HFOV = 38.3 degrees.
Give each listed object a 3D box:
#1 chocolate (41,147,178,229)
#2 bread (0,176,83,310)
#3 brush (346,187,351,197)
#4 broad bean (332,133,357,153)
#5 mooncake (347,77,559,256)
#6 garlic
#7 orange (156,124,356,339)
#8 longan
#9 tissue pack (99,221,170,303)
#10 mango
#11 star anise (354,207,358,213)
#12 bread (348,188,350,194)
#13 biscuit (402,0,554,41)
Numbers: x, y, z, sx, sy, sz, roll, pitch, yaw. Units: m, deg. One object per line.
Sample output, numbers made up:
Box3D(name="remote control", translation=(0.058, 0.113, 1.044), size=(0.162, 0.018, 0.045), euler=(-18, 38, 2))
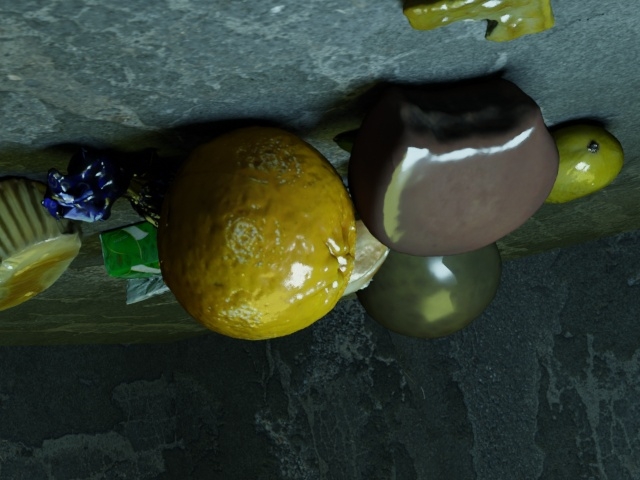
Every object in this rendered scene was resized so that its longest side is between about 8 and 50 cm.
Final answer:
Box3D(name="chocolate", translation=(-0.317, -0.087, 1.484), size=(0.148, 0.126, 0.343), euler=(-55, 152, 13))
Box3D(name="bread", translation=(-0.564, 0.007, 1.613), size=(0.236, 0.183, 0.389), euler=(-22, 173, -39))
Box3D(name="brush", translation=(0.112, -0.105, 1.980), size=(0.299, 0.039, 0.042), euler=(-7, 170, -12))
Box3D(name="broad bean", translation=(0.179, -0.138, 1.624), size=(0.325, 0.067, 0.075), euler=(13, -158, -7))
Box3D(name="mooncake", translation=(0.197, -0.126, 1.451), size=(0.326, 0.174, 0.334), euler=(-31, 134, 9))
Box3D(name="garlic", translation=(0.000, 0.000, 1.946), size=(0.313, 0.286, 0.249), euler=(-4, 131, -6))
Box3D(name="orange", translation=(-0.089, -0.007, 1.461), size=(0.293, 0.340, 0.340), euler=(13, 178, 21))
Box3D(name="longan", translation=(0.250, 0.066, 2.246), size=(0.405, 0.336, 0.404), euler=(22, 157, 10))
Box3D(name="tissue pack", translation=(-0.340, 0.040, 1.988), size=(0.209, 0.156, 0.148), euler=(-14, 171, 14))
Box3D(name="mango", translation=(0.505, -0.151, 1.875), size=(0.195, 0.142, 0.331), euler=(-13, 177, 3))
Box3D(name="star anise", translation=(0.033, -0.046, 2.169), size=(0.168, 0.057, 0.168), euler=(-18, 164, -5))
Box3D(name="bread", translation=(0.167, -0.108, 1.784), size=(0.236, 0.070, 0.236), euler=(6, -179, 0))
Box3D(name="biscuit", translation=(0.204, -0.282, 1.138), size=(0.174, 0.039, 0.183), euler=(-15, 168, 18))
